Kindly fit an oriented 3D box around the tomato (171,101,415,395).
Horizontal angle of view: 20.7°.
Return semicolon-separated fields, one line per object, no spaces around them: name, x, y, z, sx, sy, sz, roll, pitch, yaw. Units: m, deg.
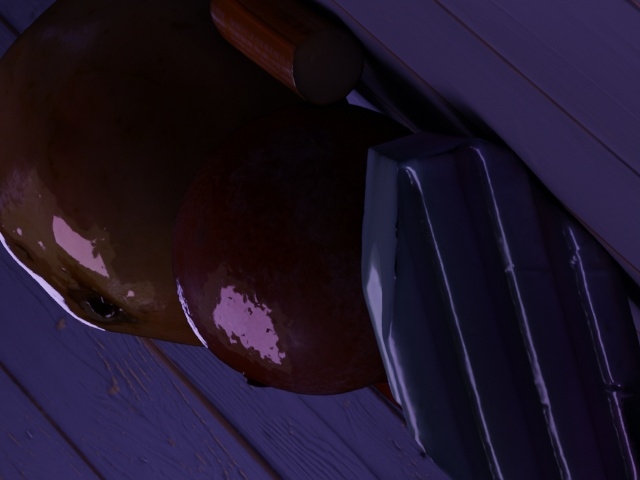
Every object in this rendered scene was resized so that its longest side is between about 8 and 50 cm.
tomato;0.000;0.000;1.529;0.265;0.265;0.265;45;178;1

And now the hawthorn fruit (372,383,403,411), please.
hawthorn fruit;0.152;0.096;1.696;0.215;0.215;0.249;46;176;-41

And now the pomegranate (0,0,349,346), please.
pomegranate;-0.156;-0.097;1.810;0.411;0.411;0.411;45;178;1

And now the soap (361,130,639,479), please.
soap;0.141;0.068;1.380;0.109;0.193;0.324;-126;19;-75

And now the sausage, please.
sausage;-0.041;-0.189;1.573;0.071;0.071;0.234;46;178;-34
